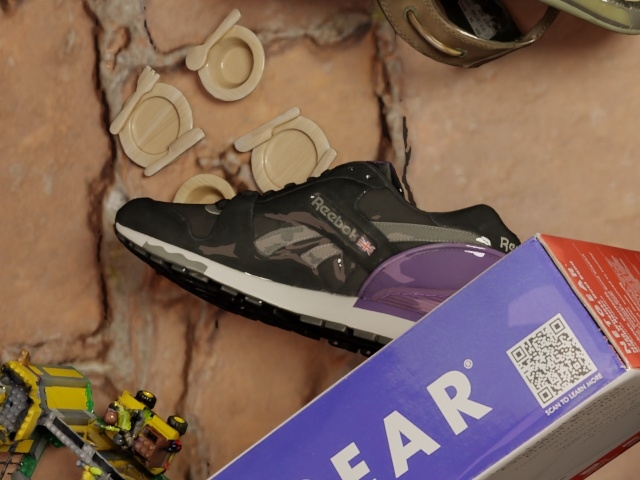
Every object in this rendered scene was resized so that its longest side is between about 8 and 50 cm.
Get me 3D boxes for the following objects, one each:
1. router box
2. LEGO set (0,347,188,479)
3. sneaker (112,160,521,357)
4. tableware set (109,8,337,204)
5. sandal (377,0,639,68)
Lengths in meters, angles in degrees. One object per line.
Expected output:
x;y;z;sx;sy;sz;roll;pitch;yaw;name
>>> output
0.064;0.133;0.907;0.335;0.301;0.082;-39;71;20;router box
-0.247;0.240;1.095;0.255;0.192;0.331;43;107;32;LEGO set
0.000;0.000;1.069;0.283;0.107;0.124;18;78;20;sneaker
-0.074;-0.073;1.140;0.141;0.020;0.169;-39;72;19;tableware set
0.081;-0.160;1.029;0.303;0.120;0.086;11;110;32;sandal
